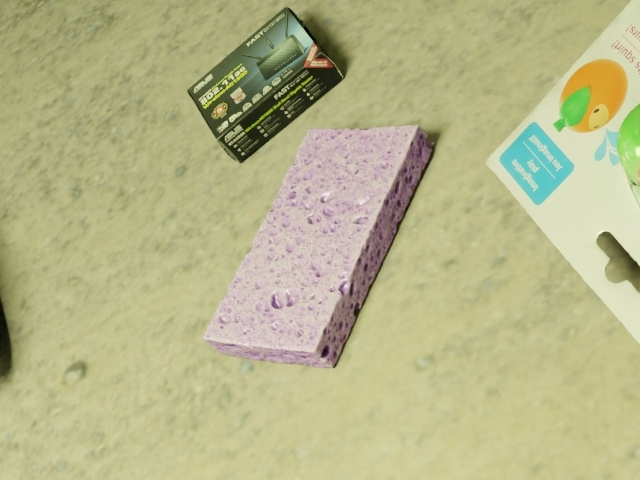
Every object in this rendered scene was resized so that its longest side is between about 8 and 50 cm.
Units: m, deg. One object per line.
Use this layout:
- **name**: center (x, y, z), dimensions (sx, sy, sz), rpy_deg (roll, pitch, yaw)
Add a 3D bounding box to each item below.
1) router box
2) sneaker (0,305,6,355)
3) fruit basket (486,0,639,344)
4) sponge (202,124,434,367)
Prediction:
- **router box**: center (-0.050, -0.138, 1.414), dimensions (0.122, 0.038, 0.092), rpy_deg (-39, 39, 5)
- **sneaker**: center (-0.395, 0.063, 1.454), dimensions (0.178, 0.124, 0.295), rpy_deg (-33, 33, 4)
- **fruit basket**: center (0.289, -0.094, 1.002), dimensions (0.353, 0.165, 0.327), rpy_deg (-44, 45, 11)
- **sponge**: center (0.000, 0.000, 1.259), dimensions (0.117, 0.031, 0.210), rpy_deg (4, 59, 41)
